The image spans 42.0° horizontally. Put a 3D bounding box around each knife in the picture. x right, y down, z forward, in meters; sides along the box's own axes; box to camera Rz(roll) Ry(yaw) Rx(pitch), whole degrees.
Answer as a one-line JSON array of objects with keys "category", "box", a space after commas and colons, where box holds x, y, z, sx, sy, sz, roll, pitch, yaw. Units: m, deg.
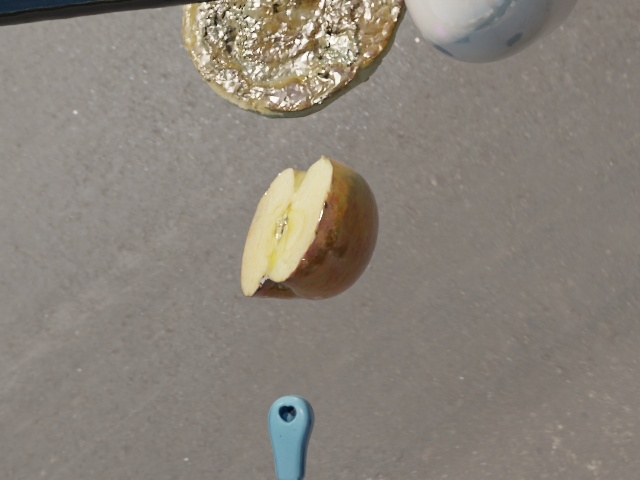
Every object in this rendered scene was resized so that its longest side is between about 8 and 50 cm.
[{"category": "knife", "box": [-0.023, 0.290, 0.894, 0.058, 0.032, 0.244, -6, 81, 9]}]

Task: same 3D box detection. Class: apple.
[{"category": "apple", "box": [0.000, 0.000, 1.419, 0.293, 0.163, 0.251, -10, 62, 64]}]

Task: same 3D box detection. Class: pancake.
[{"category": "pancake", "box": [-0.035, -0.333, 1.104, 0.356, 0.065, 0.356, -3, 80, 18]}]

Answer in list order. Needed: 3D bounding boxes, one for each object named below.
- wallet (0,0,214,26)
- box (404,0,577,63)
[{"category": "wallet", "box": [-0.201, -0.331, 0.787, 0.406, 0.062, 0.228, -8, 103, -6]}, {"category": "box", "box": [0.145, -0.346, 0.762, 0.141, 0.289, 0.349, -7, 106, 27]}]
